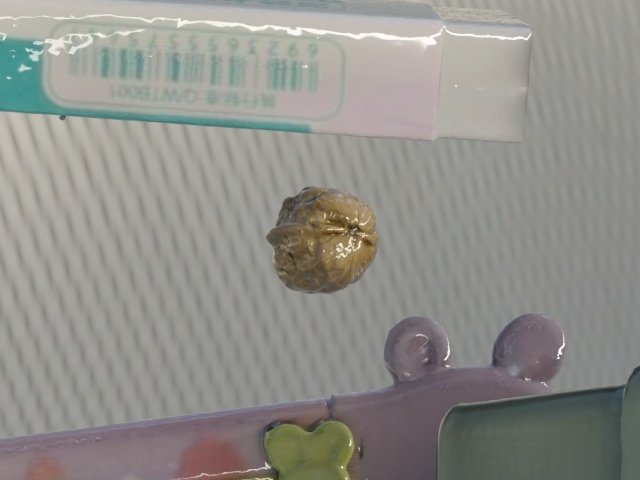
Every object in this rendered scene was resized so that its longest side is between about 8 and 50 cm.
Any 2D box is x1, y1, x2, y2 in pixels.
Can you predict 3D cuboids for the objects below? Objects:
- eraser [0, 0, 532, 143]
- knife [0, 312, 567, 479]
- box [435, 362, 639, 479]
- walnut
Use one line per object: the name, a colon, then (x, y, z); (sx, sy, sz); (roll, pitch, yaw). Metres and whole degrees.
eraser: (-0.035, -0.073, 0.789); (0.225, 0.095, 0.052); (3, 100, -2)
knife: (-0.082, 0.110, 0.801); (0.038, 0.399, 0.132); (53, 30, -77)
box: (0.137, 0.117, 0.680); (0.210, 0.129, 0.148); (20, 67, -53)
walnut: (0.000, 0.000, 1.476); (0.083, 0.096, 0.079); (13, 77, -29)
